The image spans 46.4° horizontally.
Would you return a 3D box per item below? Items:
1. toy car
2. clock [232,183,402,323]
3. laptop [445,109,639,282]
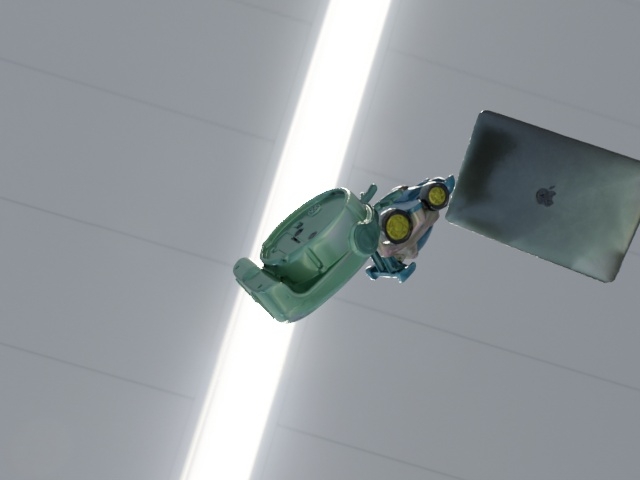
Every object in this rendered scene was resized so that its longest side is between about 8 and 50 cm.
[{"bbox_3d":[0.121,-0.018,1.032,0.161,0.126,0.098,-32,-77,-22],"label":"toy car"},{"bbox_3d":[0.000,0.000,0.876,0.211,0.159,0.066,-42,-69,-11],"label":"clock"},{"bbox_3d":[0.333,-0.066,1.101,0.269,0.015,0.188,23,-64,20],"label":"laptop"}]
